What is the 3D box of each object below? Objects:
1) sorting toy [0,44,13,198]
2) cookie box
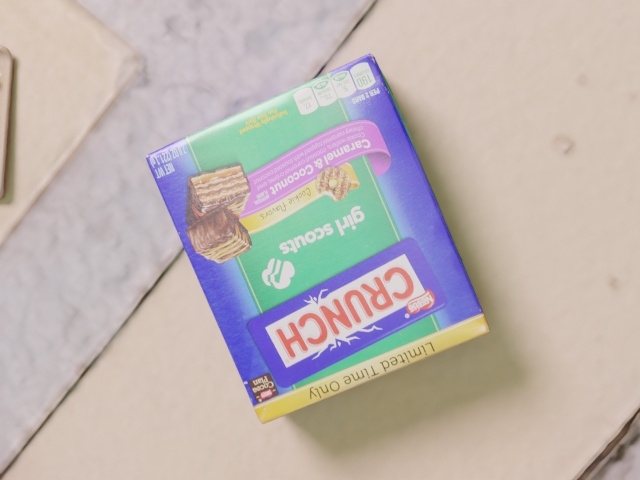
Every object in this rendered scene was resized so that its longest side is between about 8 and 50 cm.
[{"bbox_3d":[-0.165,-0.049,0.424,0.083,0.012,0.062,4,94,6],"label":"sorting toy"},{"bbox_3d":[0.000,0.000,0.392,0.092,0.040,0.107,-24,91,7],"label":"cookie box"}]
